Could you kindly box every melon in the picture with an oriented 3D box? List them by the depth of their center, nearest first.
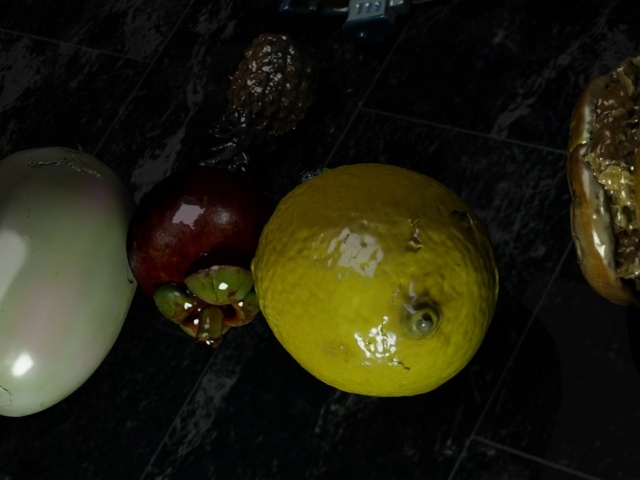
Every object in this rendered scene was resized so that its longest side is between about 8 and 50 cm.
[{"bbox_3d":[-0.317,0.039,1.796,0.223,0.223,0.317,5,60,31],"label":"melon"}]

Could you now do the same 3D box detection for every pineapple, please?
[{"bbox_3d":[-0.075,-0.144,1.887,0.108,0.108,0.198,27,86,39],"label":"pineapple"}]

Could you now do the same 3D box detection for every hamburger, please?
[{"bbox_3d":[0.353,-0.064,1.513,0.211,0.245,0.260,-5,17,36],"label":"hamburger"}]

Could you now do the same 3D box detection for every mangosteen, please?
[{"bbox_3d":[-0.122,0.021,1.734,0.199,0.200,0.200,-14,52,19],"label":"mangosteen"}]

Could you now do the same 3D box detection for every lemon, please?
[{"bbox_3d":[0.049,0.035,1.598,0.253,0.228,0.228,27,73,33],"label":"lemon"}]

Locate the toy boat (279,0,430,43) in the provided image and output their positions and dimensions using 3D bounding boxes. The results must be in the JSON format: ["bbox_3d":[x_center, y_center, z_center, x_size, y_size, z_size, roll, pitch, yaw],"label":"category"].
[{"bbox_3d":[0.051,-0.291,1.920,0.215,0.088,0.102,-4,60,25],"label":"toy boat"}]

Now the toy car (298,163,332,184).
[{"bbox_3d":[0.000,0.000,1.756,0.062,0.071,0.165,5,59,15],"label":"toy car"}]
